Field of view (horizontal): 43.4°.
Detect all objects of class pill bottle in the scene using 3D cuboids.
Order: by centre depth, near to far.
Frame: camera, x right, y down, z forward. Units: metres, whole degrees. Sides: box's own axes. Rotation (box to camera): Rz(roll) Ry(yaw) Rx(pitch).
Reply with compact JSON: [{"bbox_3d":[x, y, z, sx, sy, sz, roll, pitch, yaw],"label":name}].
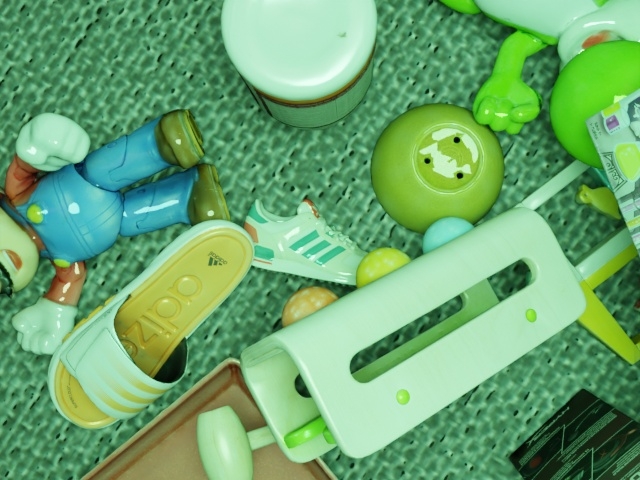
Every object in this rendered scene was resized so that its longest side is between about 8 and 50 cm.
[{"bbox_3d":[-0.012,-0.164,0.710,0.121,0.221,0.121,0,89,2],"label":"pill bottle"}]

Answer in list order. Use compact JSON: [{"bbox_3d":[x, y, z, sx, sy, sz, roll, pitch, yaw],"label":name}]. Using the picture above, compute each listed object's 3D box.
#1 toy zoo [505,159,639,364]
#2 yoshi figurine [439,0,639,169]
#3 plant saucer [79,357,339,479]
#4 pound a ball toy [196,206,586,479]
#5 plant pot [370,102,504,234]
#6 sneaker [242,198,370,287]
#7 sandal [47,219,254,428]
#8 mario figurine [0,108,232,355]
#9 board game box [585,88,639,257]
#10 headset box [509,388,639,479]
[{"bbox_3d":[0.322,-0.015,0.790,0.293,0.030,0.192,-38,88,1],"label":"toy zoo"},{"bbox_3d":[0.200,-0.197,0.701,0.362,0.203,0.203,43,83,2],"label":"yoshi figurine"},{"bbox_3d":[-0.099,0.289,0.792,0.258,0.048,0.259,-40,89,1],"label":"plant saucer"},{"bbox_3d":[0.041,0.089,0.715,0.319,0.208,0.135,-25,85,-28],"label":"pound a ball toy"},{"bbox_3d":[0.115,-0.072,0.767,0.134,0.095,0.134,0,89,3],"label":"plant pot"},{"bbox_3d":[0.000,0.000,0.788,0.161,0.057,0.075,10,95,5],"label":"sneaker"},{"bbox_3d":[-0.161,0.091,0.748,0.102,0.076,0.265,35,106,-28],"label":"sandal"},{"bbox_3d":[-0.246,0.002,0.744,0.321,0.170,0.198,-22,90,0],"label":"mario figurine"},{"bbox_3d":[0.324,0.026,0.508,0.208,0.056,0.346,-30,67,35],"label":"board game box"},{"bbox_3d":[0.291,0.257,0.656,0.110,0.293,0.218,-44,89,1],"label":"headset box"}]
